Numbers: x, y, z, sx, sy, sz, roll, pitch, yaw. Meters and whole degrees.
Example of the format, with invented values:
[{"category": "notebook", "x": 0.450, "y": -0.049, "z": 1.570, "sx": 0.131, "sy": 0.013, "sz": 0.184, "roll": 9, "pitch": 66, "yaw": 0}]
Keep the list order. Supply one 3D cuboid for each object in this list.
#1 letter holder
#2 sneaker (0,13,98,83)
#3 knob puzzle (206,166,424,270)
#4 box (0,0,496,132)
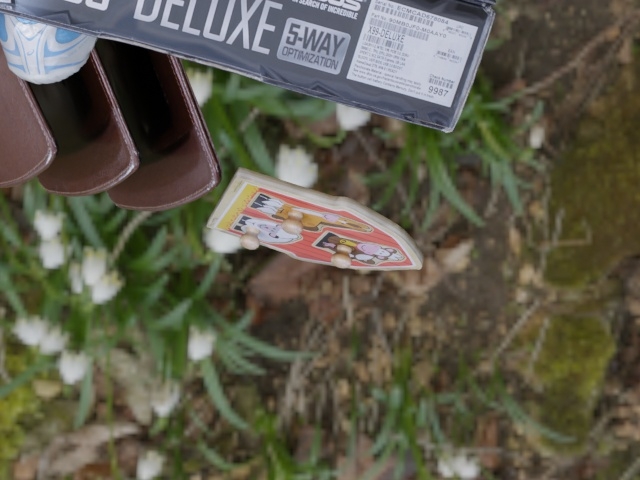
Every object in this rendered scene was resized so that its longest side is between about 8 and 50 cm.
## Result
[{"category": "letter holder", "x": -0.243, "y": -0.105, "z": 1.419, "sx": 0.152, "sy": 0.214, "sz": 0.302, "roll": -26, "pitch": -171, "yaw": -26}, {"category": "sneaker", "x": -0.198, "y": -0.214, "z": 1.174, "sx": 0.085, "sy": 0.237, "sz": 0.086, "roll": 9, "pitch": 127, "yaw": 0}, {"category": "knob puzzle", "x": 0.000, "y": 0.000, "z": 1.317, "sx": 0.213, "sy": 0.030, "sz": 0.213, "roll": 13, "pitch": 162, "yaw": 4}, {"category": "box", "x": -0.081, "y": -0.159, "z": 0.838, "sx": 0.308, "sy": 0.076, "sz": 0.242, "roll": 14, "pitch": -165, "yaw": -14}]
